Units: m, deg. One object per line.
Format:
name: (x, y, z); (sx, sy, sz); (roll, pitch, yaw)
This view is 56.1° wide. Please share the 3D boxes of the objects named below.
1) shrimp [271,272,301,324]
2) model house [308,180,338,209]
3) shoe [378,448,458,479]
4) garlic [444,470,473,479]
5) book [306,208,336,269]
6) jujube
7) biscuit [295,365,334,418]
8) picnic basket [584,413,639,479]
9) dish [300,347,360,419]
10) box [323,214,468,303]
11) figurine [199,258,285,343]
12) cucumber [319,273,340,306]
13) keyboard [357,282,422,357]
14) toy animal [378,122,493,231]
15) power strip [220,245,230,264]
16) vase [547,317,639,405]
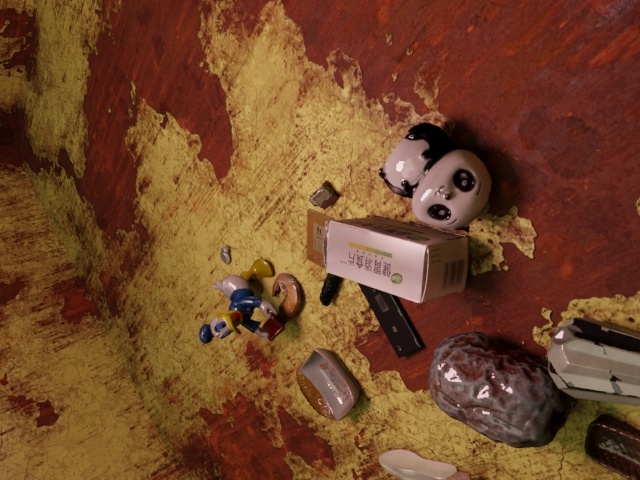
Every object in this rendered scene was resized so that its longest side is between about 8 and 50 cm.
shrimp: (-0.129, 0.209, 2.028); (0.144, 0.052, 0.251); (58, 135, 30)
model house: (0.008, -0.122, 1.727); (0.058, 0.057, 0.083); (41, 118, -8)
shoe: (0.283, 0.691, 1.740); (0.265, 0.095, 0.110); (-3, 104, 46)
garlic: (0.374, 0.748, 1.603); (0.217, 0.110, 0.228); (39, 121, -5)
book: (0.000, 0.000, 1.813); (0.118, 0.012, 0.172); (26, 125, 39)
jujube: (0.400, 0.336, 1.359); (0.317, 0.226, 0.226); (18, 119, 37)
biscuit: (0.002, 0.515, 2.022); (0.228, 0.031, 0.176); (5, 111, 48)
picnic basket: (0.655, 0.441, 1.245); (0.193, 0.054, 0.110); (21, 120, 42)
dish: (0.043, 0.444, 1.911); (0.212, 0.077, 0.151); (51, 139, 20)
box: (0.179, 0.034, 1.489); (0.332, 0.173, 0.145); (16, 106, 44)
figurine: (-0.258, 0.247, 1.968); (0.283, 0.338, 0.205); (37, 138, 17)
cucumber: (0.044, 0.090, 1.779); (0.043, 0.044, 0.257); (55, 141, 43)
keyboard: (0.176, 0.174, 1.683); (0.106, 0.027, 0.317); (-37, 78, 46)
toy animal: (0.266, -0.135, 1.338); (0.235, 0.165, 0.187); (49, 118, 26)
power strip: (-0.347, 0.052, 2.215); (0.055, 0.035, 0.083); (42, 146, 28)
vase: (0.625, 0.248, 1.126); (0.360, 0.165, 0.165); (7, 112, 42)
